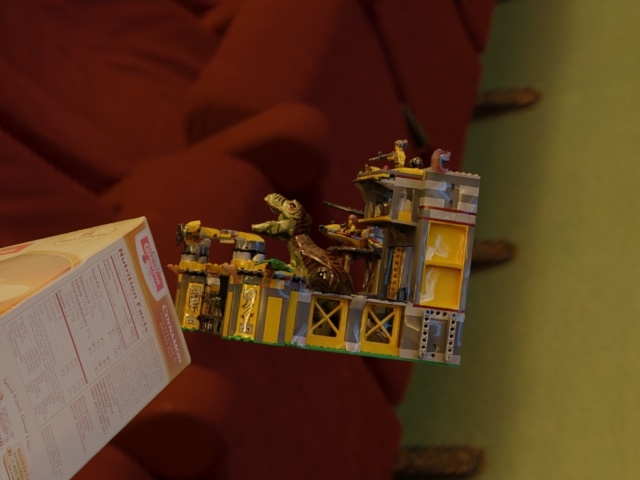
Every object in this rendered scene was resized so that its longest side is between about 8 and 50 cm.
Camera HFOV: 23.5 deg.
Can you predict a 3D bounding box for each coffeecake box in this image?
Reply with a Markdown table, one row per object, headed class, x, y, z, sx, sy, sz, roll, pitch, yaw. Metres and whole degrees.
| class | x | y | z | sx | sy | sz | roll | pitch | yaw |
| --- | --- | --- | --- | --- | --- | --- | --- | --- | --- |
| coffeecake box | -0.149 | 0.057 | 0.560 | 0.142 | 0.068 | 0.185 | -12 | 11 | 18 |

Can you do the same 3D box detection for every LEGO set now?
| class | x | y | z | sx | sy | sz | roll | pitch | yaw |
| --- | --- | --- | --- | --- | --- | --- | --- | --- | --- |
| LEGO set | 0.000 | 0.000 | 1.371 | 0.255 | 0.192 | 0.331 | 7 | -3 | -8 |
